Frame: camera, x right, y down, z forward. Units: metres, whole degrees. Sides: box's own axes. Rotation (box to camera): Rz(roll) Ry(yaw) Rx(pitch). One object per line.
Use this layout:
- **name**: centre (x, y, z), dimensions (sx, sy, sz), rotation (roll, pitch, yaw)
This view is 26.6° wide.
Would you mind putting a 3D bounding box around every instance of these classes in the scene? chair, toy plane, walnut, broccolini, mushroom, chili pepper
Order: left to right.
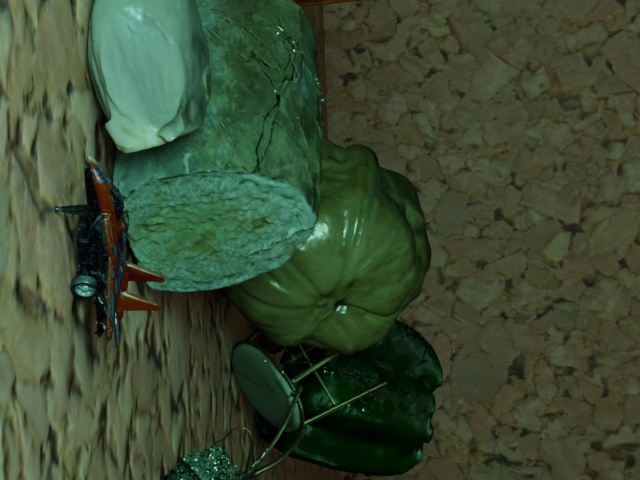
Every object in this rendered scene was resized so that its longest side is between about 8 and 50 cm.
- **toy plane**: centre (-0.173, -0.001, 1.070), dimensions (0.189, 0.061, 0.130), rotation (75, 15, -50)
- **mushroom**: centre (-0.149, -0.223, 1.192), dimensions (0.109, 0.097, 0.351), rotation (45, 38, -57)
- **broccolini**: centre (-0.111, 0.301, 1.558), dimensions (0.079, 0.074, 0.392), rotation (45, -11, 13)
- **chair**: centre (-0.061, 0.200, 1.793), dimensions (0.326, 0.170, 0.159), rotation (-34, 142, -29)
- **walnut**: centre (0.002, 0.001, 1.723), dimensions (0.276, 0.282, 0.253), rotation (-84, 177, -50)
- **chili pepper**: centre (0.048, 0.236, 2.061), dimensions (0.248, 0.257, 0.233), rotation (124, -16, -48)

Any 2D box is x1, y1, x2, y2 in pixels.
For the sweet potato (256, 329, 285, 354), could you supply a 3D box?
- **sweet potato**: centre (-0.056, -0.002, 2.051), dimensions (0.095, 0.106, 0.354), rotation (-5, 93, -51)

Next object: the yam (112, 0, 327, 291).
- **yam**: centre (-0.093, -0.119, 1.312), dimensions (0.202, 0.202, 0.271), rotation (80, 3, -60)

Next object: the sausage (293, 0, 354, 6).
- **sausage**: centre (-0.036, -0.361, 1.411), dimensions (0.233, 0.287, 0.233), rotation (-6, 90, -87)
